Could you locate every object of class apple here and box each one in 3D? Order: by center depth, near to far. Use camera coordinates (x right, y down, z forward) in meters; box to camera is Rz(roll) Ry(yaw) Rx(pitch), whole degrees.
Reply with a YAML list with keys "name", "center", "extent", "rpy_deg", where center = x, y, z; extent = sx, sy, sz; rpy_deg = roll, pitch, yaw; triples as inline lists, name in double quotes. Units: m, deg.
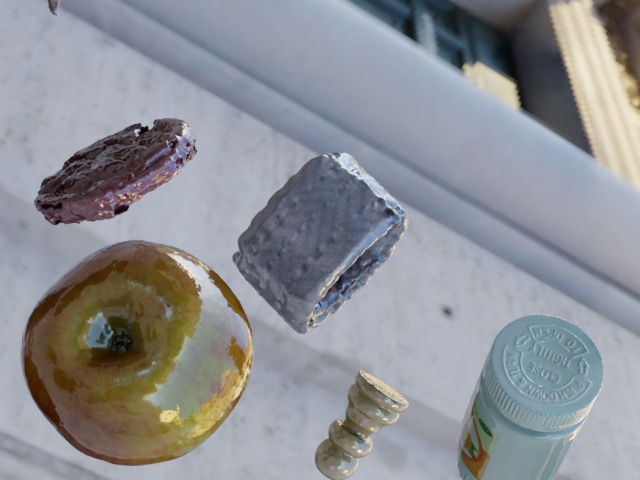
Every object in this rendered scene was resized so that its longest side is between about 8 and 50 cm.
- name: "apple"
  center: [-0.234, 0.131, 1.808]
  extent: [0.301, 0.301, 0.301]
  rpy_deg: [-48, -155, 31]

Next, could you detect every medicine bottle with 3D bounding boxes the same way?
- name: "medicine bottle"
  center: [0.285, 0.249, 2.008]
  extent: [0.318, 0.158, 0.158]
  rpy_deg: [99, 4, -55]

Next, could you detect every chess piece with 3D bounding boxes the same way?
- name: "chess piece"
  center: [0.052, 0.296, 2.230]
  extent: [0.170, 0.094, 0.094]
  rpy_deg: [-56, -158, 8]

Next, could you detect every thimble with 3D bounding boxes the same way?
- name: "thimble"
  center: [0.000, 0.000, 2.075]
  extent: [0.245, 0.157, 0.217]
  rpy_deg: [-50, 167, 22]

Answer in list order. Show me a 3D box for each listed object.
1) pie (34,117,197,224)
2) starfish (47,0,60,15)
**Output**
- name: "pie"
  center: [-0.175, -0.058, 1.222]
  extent: [0.153, 0.038, 0.153]
  rpy_deg: [-22, -158, 10]
- name: "starfish"
  center: [-0.289, -0.343, 1.405]
  extent: [0.043, 0.240, 0.227]
  rpy_deg: [8, -89, 55]
